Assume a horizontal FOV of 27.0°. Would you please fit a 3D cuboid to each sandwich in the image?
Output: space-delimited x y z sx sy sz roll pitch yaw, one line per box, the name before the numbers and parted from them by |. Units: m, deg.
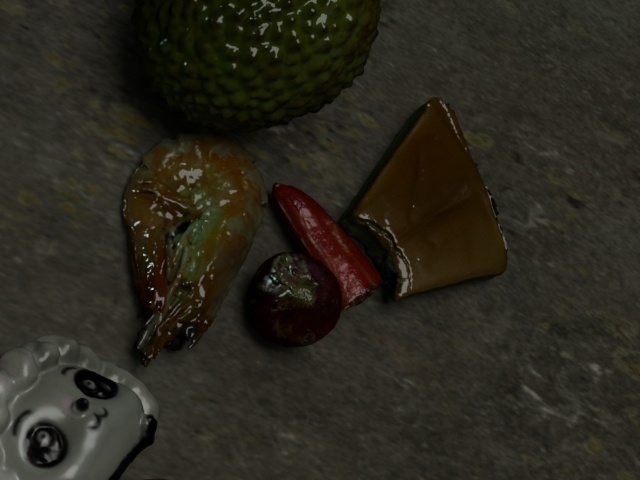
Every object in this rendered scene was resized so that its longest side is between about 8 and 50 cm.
sandwich | 0.111 -0.054 1.627 0.212 0.063 0.245 -12 76 -37

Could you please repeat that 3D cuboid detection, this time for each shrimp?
shrimp | -0.148 0.005 1.422 0.154 0.062 0.294 23 55 -12

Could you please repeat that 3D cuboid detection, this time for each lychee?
lychee | -0.060 -0.261 1.475 0.320 0.270 0.270 -31 90 -7

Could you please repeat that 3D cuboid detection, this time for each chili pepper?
chili pepper | -0.003 0.002 1.523 0.169 0.065 0.088 54 18 5

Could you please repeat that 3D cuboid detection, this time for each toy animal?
toy animal | -0.261 0.173 1.172 0.156 0.204 0.208 52 42 -10

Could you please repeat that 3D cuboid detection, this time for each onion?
onion | -0.029 0.065 1.459 0.107 0.097 0.107 -2 76 9

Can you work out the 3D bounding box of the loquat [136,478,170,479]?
loquat | -0.149 0.323 1.190 0.238 0.193 0.238 12 70 -35
